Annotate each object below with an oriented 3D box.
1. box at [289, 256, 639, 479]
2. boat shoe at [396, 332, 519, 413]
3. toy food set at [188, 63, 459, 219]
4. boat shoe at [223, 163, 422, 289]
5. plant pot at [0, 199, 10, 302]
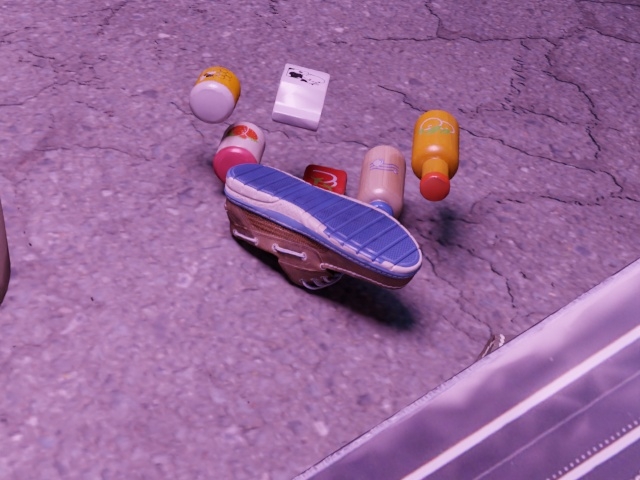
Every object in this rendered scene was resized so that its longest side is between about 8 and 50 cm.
[{"bbox_3d":[0.133,0.185,0.339,0.296,0.183,0.294,-31,57,-5],"label":"box"},{"bbox_3d":[0.067,0.146,0.601,0.091,0.109,0.305,25,39,8],"label":"boat shoe"},{"bbox_3d":[-0.005,-0.068,0.880,0.232,0.111,0.104,14,34,-2],"label":"toy food set"},{"bbox_3d":[0.000,0.000,0.823,0.183,0.066,0.066,29,35,32],"label":"boat shoe"},{"bbox_3d":[-0.326,-0.088,0.662,0.256,0.274,0.256,9,35,-6],"label":"plant pot"}]
